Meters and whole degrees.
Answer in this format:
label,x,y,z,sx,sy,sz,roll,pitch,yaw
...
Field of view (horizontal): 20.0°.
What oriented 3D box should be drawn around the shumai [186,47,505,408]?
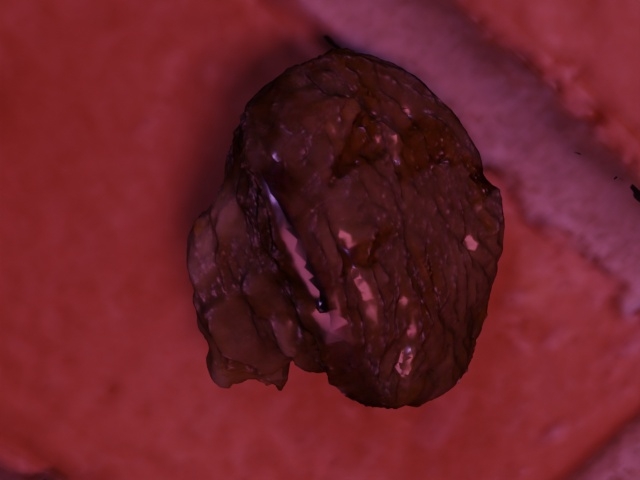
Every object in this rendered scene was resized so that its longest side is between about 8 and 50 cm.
label,x,y,z,sx,sy,sz,roll,pitch,yaw
shumai,0.003,-0.006,0.701,0.123,0.105,0.139,-58,149,-33
